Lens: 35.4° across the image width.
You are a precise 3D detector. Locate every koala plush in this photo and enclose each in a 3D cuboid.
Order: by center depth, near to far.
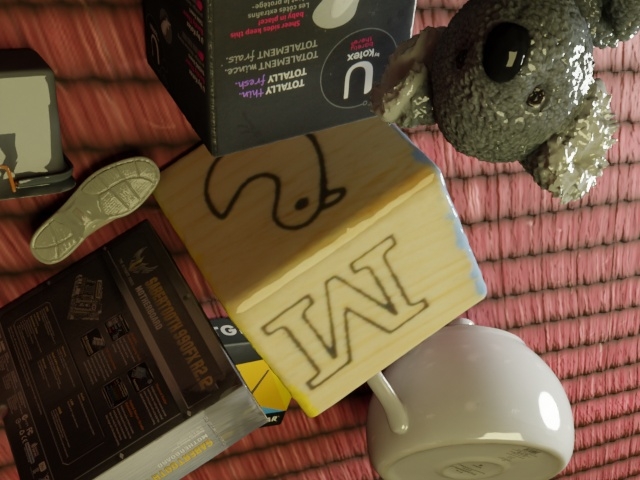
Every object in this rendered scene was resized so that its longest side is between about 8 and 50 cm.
[{"bbox_3d":[0.143,-0.147,0.652,0.203,0.196,0.221,-35,146,-71],"label":"koala plush"}]

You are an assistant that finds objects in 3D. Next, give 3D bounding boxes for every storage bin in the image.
[{"bbox_3d":[-0.246,-0.082,0.714,0.135,0.098,0.091,-10,121,-28],"label":"storage bin"}]

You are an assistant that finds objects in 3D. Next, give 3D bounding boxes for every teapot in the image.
[{"bbox_3d":[0.164,0.176,1.162,0.252,0.187,0.256,-2,151,1],"label":"teapot"}]

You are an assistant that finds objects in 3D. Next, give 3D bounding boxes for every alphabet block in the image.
[{"bbox_3d":[0.000,0.000,0.879,0.197,0.192,0.193,-35,137,-4],"label":"alphabet block"}]

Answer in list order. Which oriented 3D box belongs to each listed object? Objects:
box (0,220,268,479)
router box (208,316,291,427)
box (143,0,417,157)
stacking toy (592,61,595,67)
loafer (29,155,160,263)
[{"bbox_3d":[-0.172,0.107,0.824,0.183,0.231,0.056,-32,135,-7],"label":"box"},{"bbox_3d":[-0.108,0.142,1.037,0.178,0.046,0.133,-3,128,-32],"label":"router box"},{"bbox_3d":[-0.030,-0.219,0.693,0.165,0.143,0.270,-16,135,-22],"label":"box"},{"bbox_3d":[0.320,-0.239,0.937,0.221,0.052,0.167,-24,162,-16],"label":"stacking toy"},{"bbox_3d":[-0.190,-0.030,0.841,0.125,0.039,0.045,-38,105,-4],"label":"loafer"}]
